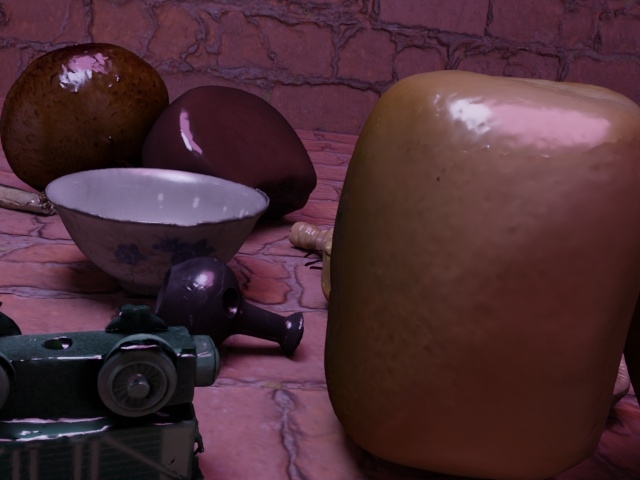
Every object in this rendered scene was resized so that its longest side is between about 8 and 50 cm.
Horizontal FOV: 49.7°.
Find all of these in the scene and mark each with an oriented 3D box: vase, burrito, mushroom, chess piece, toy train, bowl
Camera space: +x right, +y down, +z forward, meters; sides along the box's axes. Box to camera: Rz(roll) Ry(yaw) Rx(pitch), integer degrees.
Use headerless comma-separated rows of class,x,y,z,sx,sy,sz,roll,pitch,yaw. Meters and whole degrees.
vase,-0.107,0.092,0.847,0.182,0.120,0.120,19,13,-18
burrito,-0.583,-0.081,1.303,0.185,0.041,0.045,14,60,17
mushroom,-0.469,-0.251,1.402,0.331,0.334,0.356,-20,42,-11
chess piece,0.000,0.000,1.251,0.122,0.066,0.066,15,18,38
toy train,-0.215,0.136,0.562,0.269,0.154,0.115,0,18,-25
bowl,-0.238,-0.004,1.016,0.313,0.146,0.313,6,16,-2

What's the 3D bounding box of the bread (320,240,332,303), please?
bread,0.101,0.073,0.976,0.140,0.106,0.236,-8,23,-37

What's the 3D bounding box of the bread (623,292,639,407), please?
bread,0.428,0.140,0.620,0.264,0.395,0.239,-11,-12,29

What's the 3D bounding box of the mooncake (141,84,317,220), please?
mooncake,-0.174,-0.148,1.361,0.334,0.174,0.326,38,36,-17

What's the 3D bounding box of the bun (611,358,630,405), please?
bun,0.313,0.164,0.835,0.115,0.069,0.115,10,37,-8

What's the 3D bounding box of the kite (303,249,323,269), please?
kite,0.082,0.042,1.118,0.229,0.016,0.127,6,-28,14

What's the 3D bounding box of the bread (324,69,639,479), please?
bread,0.138,0.031,0.668,0.252,0.376,0.348,3,19,-13
